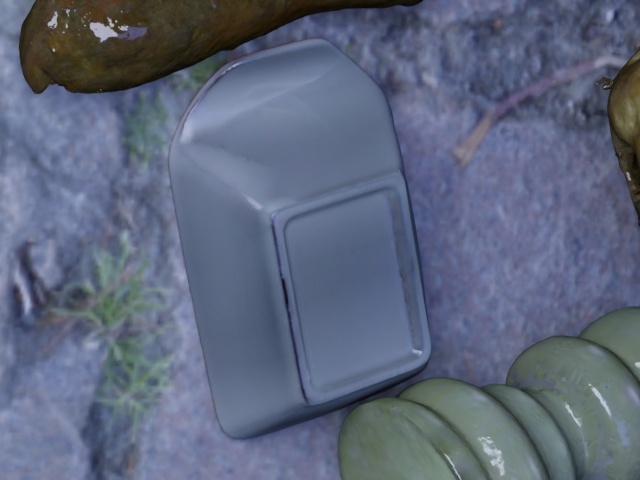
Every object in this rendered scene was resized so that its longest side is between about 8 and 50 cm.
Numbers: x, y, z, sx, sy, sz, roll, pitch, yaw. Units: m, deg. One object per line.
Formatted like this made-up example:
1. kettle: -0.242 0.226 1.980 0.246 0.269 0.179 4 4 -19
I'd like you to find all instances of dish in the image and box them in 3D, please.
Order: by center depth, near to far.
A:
1. dish: 0.000 0.000 0.949 0.154 0.064 0.234 -18 107 -25

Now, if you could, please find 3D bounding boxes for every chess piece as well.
1. chess piece: 0.153 0.125 1.027 0.251 0.144 0.144 -22 110 -31

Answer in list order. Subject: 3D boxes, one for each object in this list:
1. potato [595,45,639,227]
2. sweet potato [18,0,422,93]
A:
1. potato: 0.296 -0.035 1.069 0.300 0.140 0.173 27 78 -37
2. sweet potato: -0.042 -0.141 0.897 0.273 0.075 0.075 -20 109 -30
